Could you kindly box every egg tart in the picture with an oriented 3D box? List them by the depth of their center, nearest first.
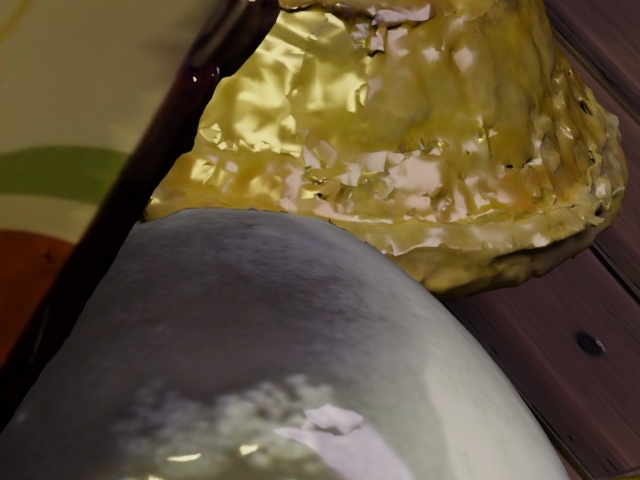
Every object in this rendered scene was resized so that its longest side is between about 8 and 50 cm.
[{"bbox_3d":[-0.004,-0.093,0.929,0.341,0.132,0.341,6,31,-4],"label":"egg tart"}]

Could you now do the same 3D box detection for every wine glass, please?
[{"bbox_3d":[-0.017,0.149,0.581,0.238,0.238,0.323,22,31,-21],"label":"wine glass"}]

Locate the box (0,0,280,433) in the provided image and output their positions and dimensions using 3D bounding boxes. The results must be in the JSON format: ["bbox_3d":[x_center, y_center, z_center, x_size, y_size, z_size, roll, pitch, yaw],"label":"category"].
[{"bbox_3d":[-0.262,-0.029,0.471,0.385,0.344,0.122,20,36,-24],"label":"box"}]

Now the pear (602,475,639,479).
[{"bbox_3d":[0.133,0.174,0.728,0.198,0.198,0.198,24,33,-17],"label":"pear"}]
